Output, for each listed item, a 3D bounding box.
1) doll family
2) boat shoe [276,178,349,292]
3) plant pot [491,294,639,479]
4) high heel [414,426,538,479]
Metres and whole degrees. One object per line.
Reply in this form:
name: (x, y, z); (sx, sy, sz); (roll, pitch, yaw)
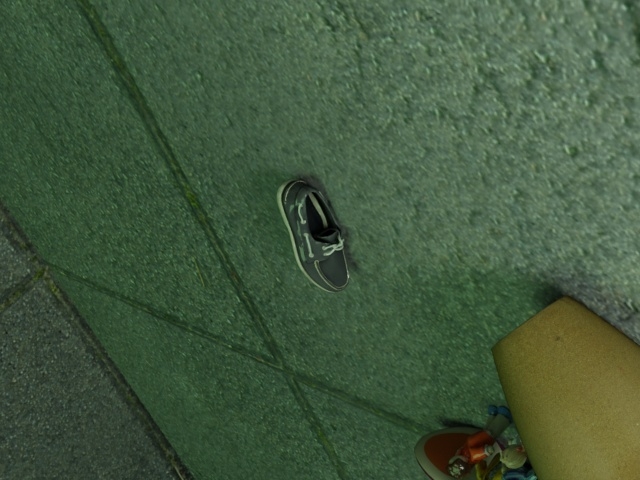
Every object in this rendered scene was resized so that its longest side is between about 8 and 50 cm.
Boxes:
doll family: (0.293, 0.331, 1.533); (0.118, 0.163, 0.263); (45, 154, -2)
boat shoe: (0.000, 0.000, 1.575); (0.065, 0.075, 0.206); (13, 135, 51)
plant pot: (0.332, 0.202, 1.265); (0.254, 0.237, 0.237); (56, 156, 14)
high heel: (0.320, 0.430, 1.697); (0.377, 0.127, 0.181); (19, 151, 48)
